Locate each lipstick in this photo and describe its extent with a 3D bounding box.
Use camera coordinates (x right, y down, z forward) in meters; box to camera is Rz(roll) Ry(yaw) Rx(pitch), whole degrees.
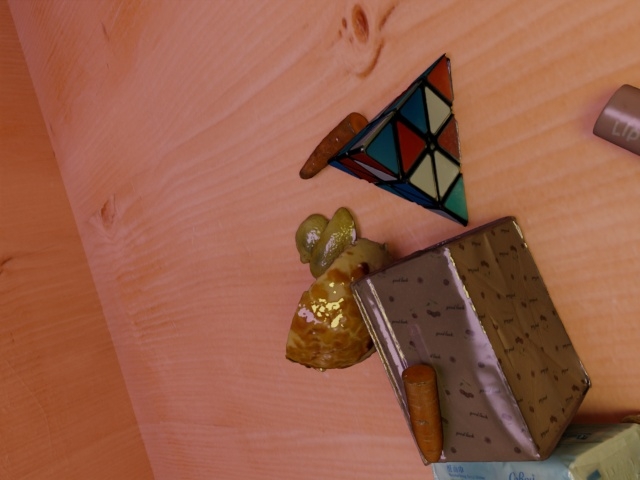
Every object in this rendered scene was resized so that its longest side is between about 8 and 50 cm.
[{"bbox_3d":[0.454,-0.097,0.550,0.254,0.070,0.070,39,126,30],"label":"lipstick"}]

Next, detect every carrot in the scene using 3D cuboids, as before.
[{"bbox_3d":[0.016,-0.177,0.967,0.210,0.061,0.061,-32,79,48],"label":"carrot"},{"bbox_3d":[0.143,0.241,0.647,0.048,0.048,0.139,-2,104,44],"label":"carrot"}]

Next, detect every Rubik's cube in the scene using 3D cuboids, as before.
[{"bbox_3d":[0.078,-0.142,0.747,0.250,0.234,0.284,0,101,27],"label":"Rubik's cube"}]

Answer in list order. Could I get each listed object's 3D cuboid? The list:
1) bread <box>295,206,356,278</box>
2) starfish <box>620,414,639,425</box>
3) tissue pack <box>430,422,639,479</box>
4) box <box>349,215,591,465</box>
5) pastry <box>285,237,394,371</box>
[{"bbox_3d":[0.000,0.000,1.025,0.149,0.065,0.187,55,134,24],"label":"bread"},{"bbox_3d":[0.512,0.270,0.602,0.235,0.062,0.277,57,140,15],"label":"starfish"},{"bbox_3d":[0.312,0.325,0.701,0.263,0.177,0.089,-39,63,55],"label":"tissue pack"},{"bbox_3d":[0.229,0.145,0.726,0.190,0.225,0.297,-26,84,45],"label":"box"},{"bbox_3d":[0.058,0.138,0.898,0.170,0.237,0.256,34,124,11],"label":"pastry"}]
